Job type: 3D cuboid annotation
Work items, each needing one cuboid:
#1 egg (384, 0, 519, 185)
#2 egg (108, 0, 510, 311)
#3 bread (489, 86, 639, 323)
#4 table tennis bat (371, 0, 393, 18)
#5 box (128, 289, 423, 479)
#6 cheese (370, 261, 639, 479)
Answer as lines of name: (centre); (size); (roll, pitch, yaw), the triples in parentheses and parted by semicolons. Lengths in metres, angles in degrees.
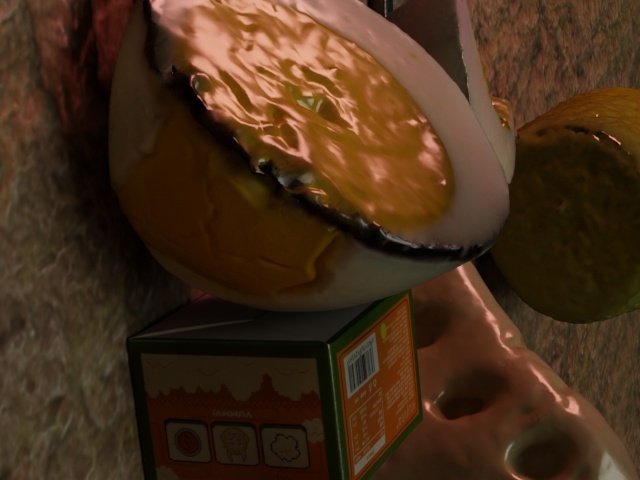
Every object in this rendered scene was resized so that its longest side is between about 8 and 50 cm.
egg: (0.113, -0.149, 1.512); (0.271, 0.161, 0.206); (51, 34, -55)
egg: (-0.034, -0.062, 1.096); (0.337, 0.201, 0.337); (26, 40, -24)
bread: (0.411, -0.042, 2.007); (0.308, 0.348, 0.348); (-25, 112, -60)
table tennis bat: (0.070, -0.368, 1.595); (0.173, 0.022, 0.301); (-3, 91, -68)
box: (-0.030, 0.123, 1.146); (0.195, 0.177, 0.148); (-34, 119, -64)
cheese: (0.135, 0.134, 1.326); (0.129, 0.351, 0.328); (68, 28, -53)
